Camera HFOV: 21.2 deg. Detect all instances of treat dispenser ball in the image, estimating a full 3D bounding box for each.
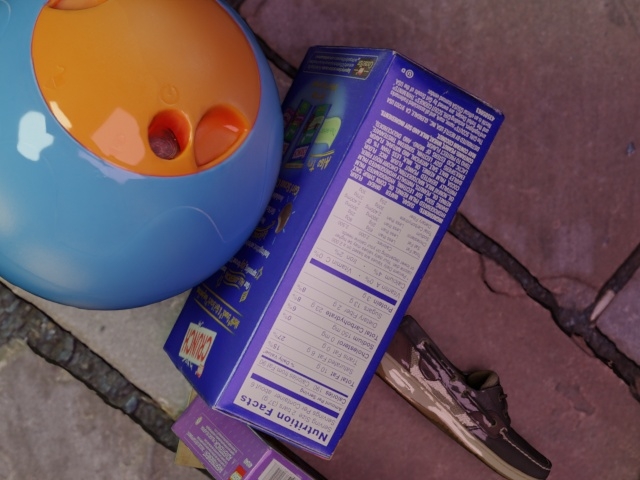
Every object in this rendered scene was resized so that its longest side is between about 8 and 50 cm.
[{"bbox_3d":[-0.173,-0.087,1.391,0.288,0.288,0.288,-3,101,-15],"label":"treat dispenser ball"}]

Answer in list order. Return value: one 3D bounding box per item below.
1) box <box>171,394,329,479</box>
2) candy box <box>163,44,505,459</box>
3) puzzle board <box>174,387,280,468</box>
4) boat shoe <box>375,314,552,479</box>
[{"bbox_3d":[0.012,0.258,1.546,0.293,0.201,0.057,40,86,-21],"label":"box"},{"bbox_3d":[0.000,0.000,1.461,0.122,0.268,0.317,28,90,-16],"label":"candy box"},{"bbox_3d":[-0.078,0.156,1.610,0.096,0.011,0.128,11,98,-18],"label":"puzzle board"},{"bbox_3d":[0.144,0.155,1.635,0.223,0.080,0.073,37,94,-14],"label":"boat shoe"}]
